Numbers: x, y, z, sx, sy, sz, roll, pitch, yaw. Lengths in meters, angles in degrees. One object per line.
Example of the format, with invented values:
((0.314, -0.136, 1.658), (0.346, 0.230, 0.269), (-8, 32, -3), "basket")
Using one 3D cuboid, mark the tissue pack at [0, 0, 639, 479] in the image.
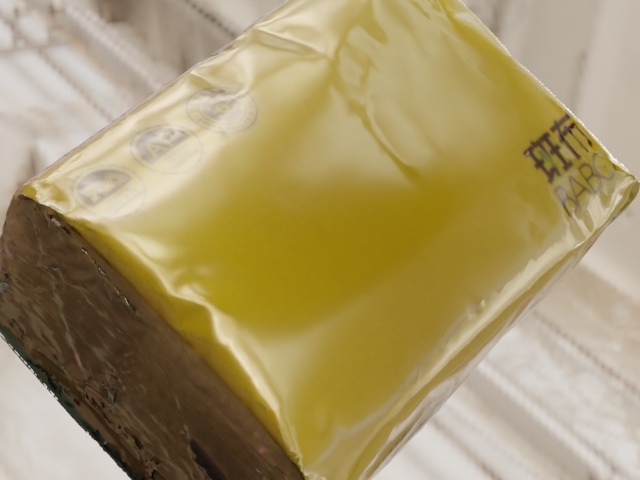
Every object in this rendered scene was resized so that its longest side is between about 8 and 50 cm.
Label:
((0.000, 0.000, 0.549), (0.120, 0.169, 0.082), (46, -39, 6), "tissue pack")
